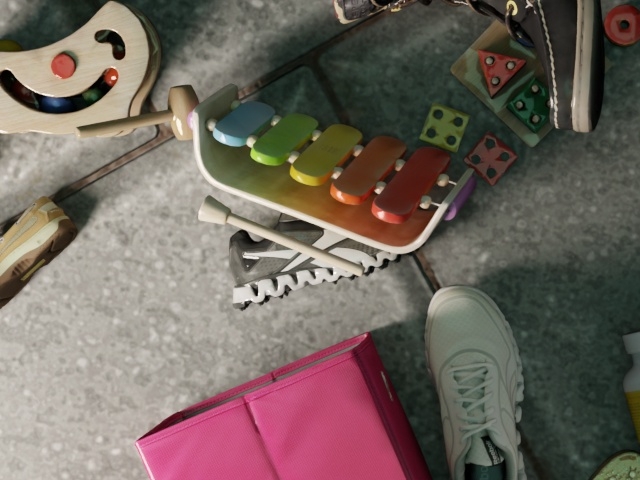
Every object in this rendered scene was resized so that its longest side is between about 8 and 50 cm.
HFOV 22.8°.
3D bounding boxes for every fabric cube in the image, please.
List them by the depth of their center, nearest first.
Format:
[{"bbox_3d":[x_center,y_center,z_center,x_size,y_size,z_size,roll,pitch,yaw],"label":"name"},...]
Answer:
[{"bbox_3d":[-0.016,0.269,1.709,0.259,0.254,0.258,-24,88,4],"label":"fabric cube"}]

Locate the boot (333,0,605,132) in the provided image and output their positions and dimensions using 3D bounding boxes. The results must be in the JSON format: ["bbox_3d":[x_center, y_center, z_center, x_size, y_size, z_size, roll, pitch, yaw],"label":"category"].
[{"bbox_3d":[0.156,-0.274,1.715,0.284,0.138,0.377,-6,68,8],"label":"boot"}]

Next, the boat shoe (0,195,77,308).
[{"bbox_3d":[-0.373,0.025,1.841,0.190,0.068,0.072,-40,75,-6],"label":"boat shoe"}]

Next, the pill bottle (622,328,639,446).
[{"bbox_3d":[0.393,0.183,1.745,0.103,0.103,0.184,-16,86,5],"label":"pill bottle"}]

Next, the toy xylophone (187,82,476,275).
[{"bbox_3d":[0.002,-0.065,1.725,0.323,0.236,0.081,17,117,5],"label":"toy xylophone"}]

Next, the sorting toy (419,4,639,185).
[{"bbox_3d":[0.231,-0.190,1.788,0.132,0.046,0.274,44,94,4],"label":"sorting toy"}]

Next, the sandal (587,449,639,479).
[{"bbox_3d":[0.292,0.340,1.769,0.088,0.079,0.240,34,93,4],"label":"sandal"}]

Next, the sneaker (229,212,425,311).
[{"bbox_3d":[0.000,0.000,1.794,0.234,0.078,0.106,-16,91,7],"label":"sneaker"}]

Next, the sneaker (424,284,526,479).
[{"bbox_3d":[0.177,0.192,1.761,0.110,0.118,0.292,-10,88,7],"label":"sneaker"}]

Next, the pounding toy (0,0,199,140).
[{"bbox_3d":[-0.267,-0.192,1.778,0.270,0.155,0.154,2,95,5],"label":"pounding toy"}]
